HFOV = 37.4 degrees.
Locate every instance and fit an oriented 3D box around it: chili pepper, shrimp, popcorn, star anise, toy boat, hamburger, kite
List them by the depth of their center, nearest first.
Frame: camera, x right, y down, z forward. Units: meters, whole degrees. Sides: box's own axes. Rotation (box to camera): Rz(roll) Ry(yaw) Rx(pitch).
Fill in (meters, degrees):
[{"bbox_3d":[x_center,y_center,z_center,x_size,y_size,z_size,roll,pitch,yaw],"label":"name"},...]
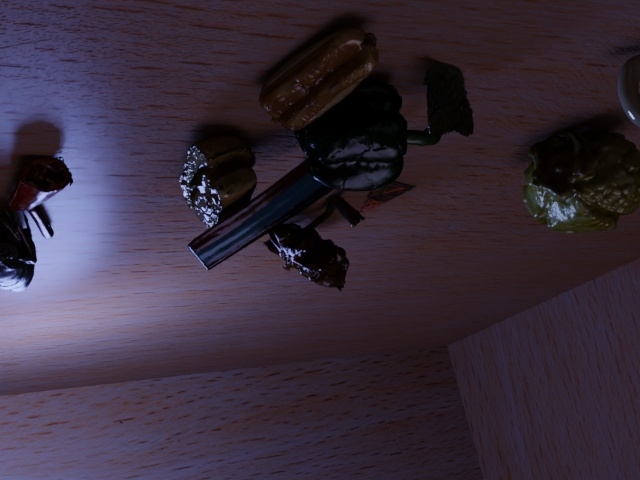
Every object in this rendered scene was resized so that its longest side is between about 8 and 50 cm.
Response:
[{"bbox_3d":[0.090,-0.185,1.608,0.261,0.174,0.165,-9,137,-12],"label":"chili pepper"},{"bbox_3d":[-0.501,-0.085,1.631,0.088,0.065,0.169,1,161,-37],"label":"chili pepper"},{"bbox_3d":[-0.180,-0.114,1.713,0.131,0.124,0.262,-35,174,-18],"label":"hamburger"},{"bbox_3d":[-0.066,-0.080,1.724,0.392,0.079,0.136,-34,176,-3],"label":"toy boat"},{"bbox_3d":[-0.613,0.020,1.742,0.172,0.137,0.372,-8,163,-7],"label":"shrimp"},{"bbox_3d":[0.573,-0.128,2.062,0.257,0.224,0.270,-4,168,-8],"label":"popcorn"},{"bbox_3d":[-0.004,0.007,2.148,0.237,0.148,0.346,36,148,-8],"label":"star anise"},{"bbox_3d":[0.161,-0.109,2.150,0.125,0.008,0.222,-11,162,-11],"label":"kite"}]

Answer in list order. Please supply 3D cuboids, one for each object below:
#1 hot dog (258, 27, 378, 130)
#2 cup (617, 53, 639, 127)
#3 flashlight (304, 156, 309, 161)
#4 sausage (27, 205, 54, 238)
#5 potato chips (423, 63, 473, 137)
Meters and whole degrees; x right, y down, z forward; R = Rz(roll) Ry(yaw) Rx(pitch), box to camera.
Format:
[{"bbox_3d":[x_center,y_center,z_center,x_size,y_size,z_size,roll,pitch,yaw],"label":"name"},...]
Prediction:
[{"bbox_3d":[-0.006,-0.252,1.462,0.102,0.076,0.249,38,135,-20],"label":"hot dog"},{"bbox_3d":[0.679,-0.277,1.693,0.255,0.202,0.173,-2,160,-33],"label":"cup"},{"bbox_3d":[0.054,-0.164,1.828,0.200,0.048,0.093,-25,159,34],"label":"flashlight"},{"bbox_3d":[-0.536,-0.039,1.803,0.028,0.025,0.198,19,161,3],"label":"sausage"},{"bbox_3d":[0.218,-0.233,1.625,0.026,0.142,0.209,13,157,33],"label":"potato chips"}]
